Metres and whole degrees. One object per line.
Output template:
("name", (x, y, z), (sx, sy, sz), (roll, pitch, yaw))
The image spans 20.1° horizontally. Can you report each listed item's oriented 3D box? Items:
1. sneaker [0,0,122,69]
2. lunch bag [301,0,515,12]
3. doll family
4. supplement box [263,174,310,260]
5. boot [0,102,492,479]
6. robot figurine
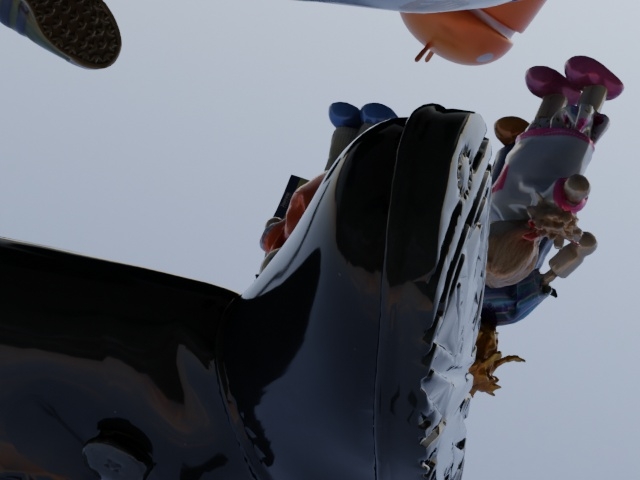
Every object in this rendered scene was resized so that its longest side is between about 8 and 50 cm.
("sneaker", (-0.258, -0.212, 1.518), (0.192, 0.064, 0.086), (38, 162, -31))
("lunch bag", (0.014, -0.181, 0.852), (0.303, 0.115, 0.243), (0, 178, -24))
("doll family", (0.077, 0.008, 1.002), (0.263, 0.118, 0.163), (-8, -132, 49))
("supplement box", (0.000, 0.000, 1.533), (0.083, 0.083, 0.056), (19, -123, 5))
("boot", (-0.050, 0.035, 0.643), (0.207, 0.246, 0.094), (12, -128, 10))
("robot figurine", (0.156, -0.253, 1.651), (0.128, 0.219, 0.158), (28, -168, -39))
